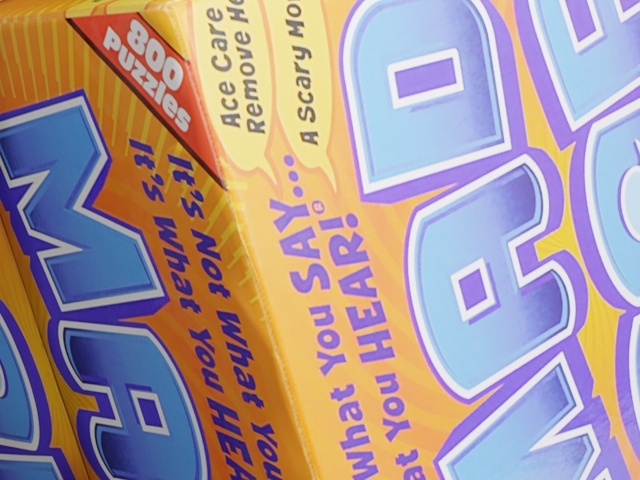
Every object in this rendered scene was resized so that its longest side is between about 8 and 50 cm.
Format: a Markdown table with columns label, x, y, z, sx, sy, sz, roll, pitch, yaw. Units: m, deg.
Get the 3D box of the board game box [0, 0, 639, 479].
| label | x | y | z | sx | sy | sz | roll | pitch | yaw |
| --- | --- | --- | --- | --- | --- | --- | --- | --- | --- |
| board game box | 0.000 | 0.000 | 1.035 | 0.356 | 0.356 | 0.356 | -28 | 110 | -37 |
